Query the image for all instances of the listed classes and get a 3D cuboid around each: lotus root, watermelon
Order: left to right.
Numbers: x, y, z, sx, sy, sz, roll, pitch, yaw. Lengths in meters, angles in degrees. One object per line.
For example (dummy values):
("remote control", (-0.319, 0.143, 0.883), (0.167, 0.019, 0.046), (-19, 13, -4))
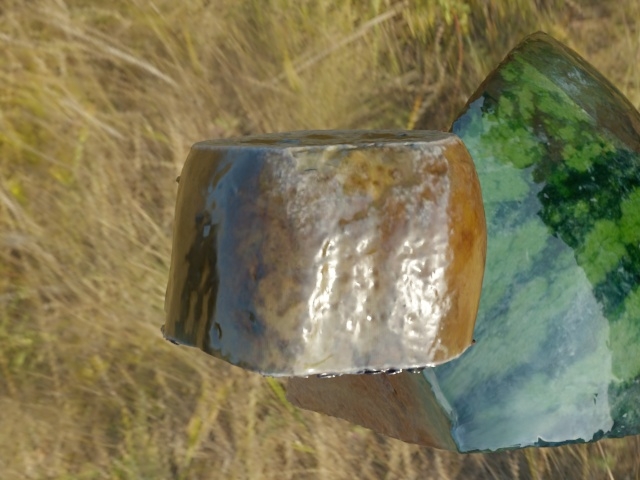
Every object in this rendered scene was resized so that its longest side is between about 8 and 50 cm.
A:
("lotus root", (-0.001, -0.001, 0.513), (0.122, 0.112, 0.081), (-4, 100, -16))
("watermelon", (0.121, 0.069, 0.845), (0.250, 0.292, 0.283), (39, 43, 18))
